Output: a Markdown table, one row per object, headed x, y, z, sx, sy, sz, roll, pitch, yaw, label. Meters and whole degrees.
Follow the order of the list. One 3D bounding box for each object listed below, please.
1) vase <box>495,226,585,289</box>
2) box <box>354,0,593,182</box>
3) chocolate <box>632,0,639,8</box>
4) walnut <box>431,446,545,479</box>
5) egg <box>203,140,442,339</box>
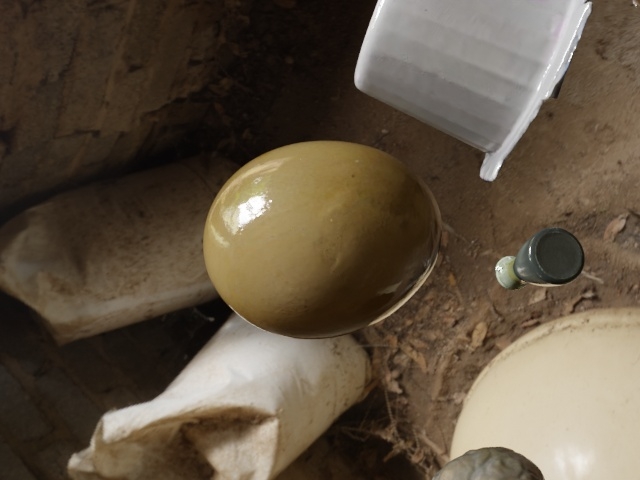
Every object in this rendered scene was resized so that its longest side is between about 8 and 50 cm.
| x | y | z | sx | sy | sz | roll | pitch | yaw | label |
| --- | --- | --- | --- | --- | --- | --- | --- | --- | --- |
| 0.674 | 0.078 | 1.865 | 0.173 | 0.173 | 0.321 | 49 | 167 | 7 | vase |
| 0.165 | -0.238 | 0.682 | 0.206 | 0.263 | 0.291 | 21 | 151 | 3 | box |
| 0.587 | -0.458 | 1.046 | 0.083 | 0.161 | 0.262 | -41 | 42 | 30 | chocolate |
| 0.257 | 0.419 | 0.891 | 0.224 | 0.224 | 0.224 | 12 | 115 | 28 | walnut |
| 0.000 | 0.000 | 0.906 | 0.373 | 0.301 | 0.301 | -2 | 108 | 27 | egg |
